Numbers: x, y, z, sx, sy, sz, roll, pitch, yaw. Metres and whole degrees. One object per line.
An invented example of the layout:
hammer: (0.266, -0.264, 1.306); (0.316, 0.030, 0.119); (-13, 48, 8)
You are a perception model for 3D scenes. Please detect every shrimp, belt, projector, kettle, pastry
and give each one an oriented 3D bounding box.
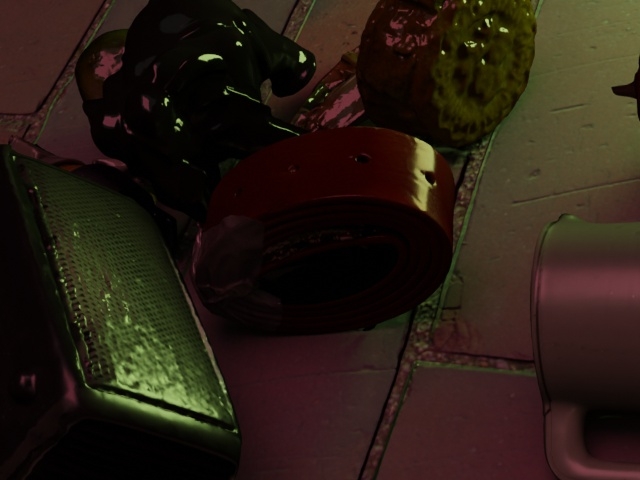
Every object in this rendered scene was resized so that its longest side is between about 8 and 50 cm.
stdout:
shrimp: (0.030, -0.188, 1.980); (0.267, 0.061, 0.145); (-49, 39, -17)
belt: (0.000, 0.000, 1.704); (0.323, 0.227, 0.115); (-20, 42, 29)
projector: (-0.312, 0.176, 1.540); (0.395, 0.242, 0.405); (-48, 42, 20)
kettle: (0.381, 0.103, 1.512); (0.318, 0.265, 0.205); (0, 18, 20)
pastry: (0.147, -0.237, 1.859); (0.132, 0.235, 0.240); (23, 51, 40)

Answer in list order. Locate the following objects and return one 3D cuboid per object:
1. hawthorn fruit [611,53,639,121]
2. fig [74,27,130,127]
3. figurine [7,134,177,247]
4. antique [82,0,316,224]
hawthorn fruit: (0.445, -0.168, 1.705); (0.249, 0.215, 0.215); (5, 51, 23)
fig: (-0.222, -0.208, 2.026); (0.167, 0.167, 0.233); (24, 34, 36)
figurine: (-0.314, -0.032, 1.906); (0.308, 0.143, 0.308); (-13, 45, 13)
antique: (-0.147, -0.166, 1.857); (0.185, 0.255, 0.322); (-18, 50, 31)
